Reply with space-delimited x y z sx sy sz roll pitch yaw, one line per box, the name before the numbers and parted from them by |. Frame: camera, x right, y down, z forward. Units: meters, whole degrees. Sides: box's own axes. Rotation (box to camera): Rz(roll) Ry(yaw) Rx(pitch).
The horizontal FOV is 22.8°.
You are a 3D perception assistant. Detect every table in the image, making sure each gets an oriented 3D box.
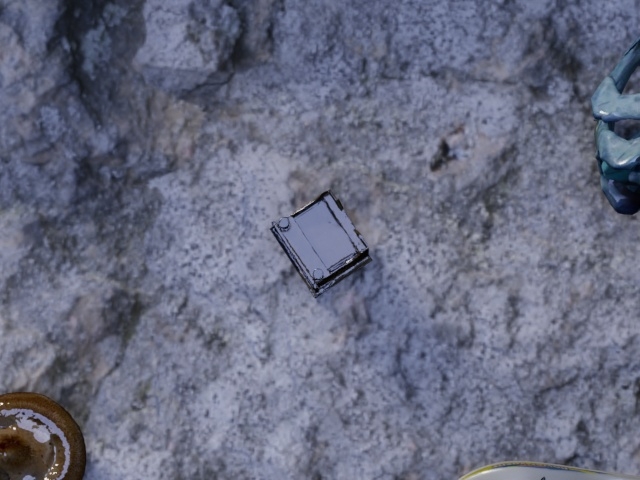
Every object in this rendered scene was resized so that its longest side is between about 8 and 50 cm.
table | 0.000 0.000 1.540 0.070 0.082 0.083 -33 84 -2

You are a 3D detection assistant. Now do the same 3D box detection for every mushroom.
mushroom | -0.288 0.205 1.530 0.109 0.085 0.126 -30 81 -37

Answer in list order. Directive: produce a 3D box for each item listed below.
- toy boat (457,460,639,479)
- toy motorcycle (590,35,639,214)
toy boat | 0.251 0.283 1.488 0.269 0.141 0.141 9 85 -12
toy motorcycle | 0.377 -0.129 1.521 0.260 0.154 0.206 -40 62 -9
